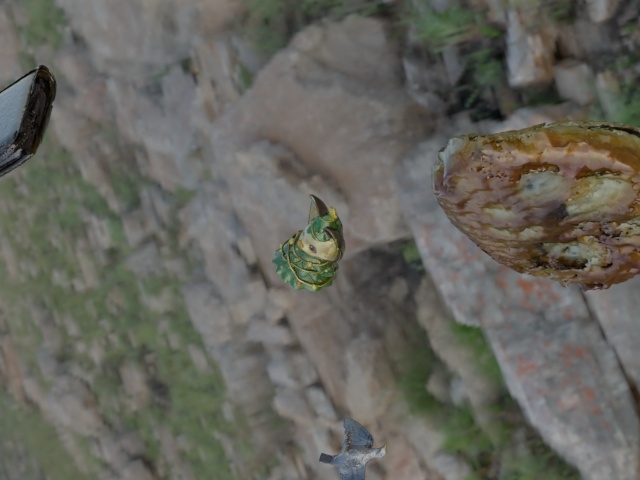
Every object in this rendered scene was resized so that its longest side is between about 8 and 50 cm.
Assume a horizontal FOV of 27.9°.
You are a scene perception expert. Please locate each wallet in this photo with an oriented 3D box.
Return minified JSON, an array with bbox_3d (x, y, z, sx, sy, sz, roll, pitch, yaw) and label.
[{"bbox_3d":[-0.315,-0.071,1.120,0.031,0.198,0.110,46,-151,-33],"label":"wallet"}]

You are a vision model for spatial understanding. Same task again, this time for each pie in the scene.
[{"bbox_3d":[0.261,-0.041,1.338,0.308,0.308,0.086,108,171,-59],"label":"pie"}]

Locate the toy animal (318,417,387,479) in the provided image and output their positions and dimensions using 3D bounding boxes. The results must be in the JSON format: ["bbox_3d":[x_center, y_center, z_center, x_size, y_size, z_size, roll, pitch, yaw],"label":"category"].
[{"bbox_3d":[0.025,0.154,0.936,0.028,0.084,0.050,44,127,-17],"label":"toy animal"}]

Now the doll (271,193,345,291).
[{"bbox_3d":[0.007,0.002,1.443,0.113,0.076,0.078,-49,55,34],"label":"doll"}]
